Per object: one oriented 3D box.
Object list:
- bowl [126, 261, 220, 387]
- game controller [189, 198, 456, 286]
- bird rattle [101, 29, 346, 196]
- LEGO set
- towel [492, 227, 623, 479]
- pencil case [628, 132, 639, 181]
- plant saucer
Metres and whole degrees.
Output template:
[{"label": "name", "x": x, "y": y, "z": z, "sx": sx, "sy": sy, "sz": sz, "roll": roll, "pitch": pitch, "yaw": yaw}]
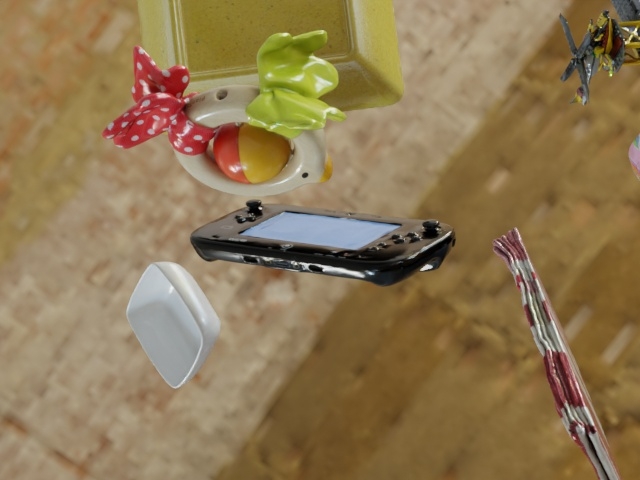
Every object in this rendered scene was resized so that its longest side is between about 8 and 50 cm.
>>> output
[{"label": "bowl", "x": -0.186, "y": 0.106, "z": 2.387, "sx": 0.053, "sy": 0.142, "sz": 0.142, "roll": -18, "pitch": 154, "yaw": -35}, {"label": "game controller", "x": 0.000, "y": 0.000, "z": 2.202, "sx": 0.319, "sy": 0.067, "sz": 0.166, "roll": 7, "pitch": -168, "yaw": 34}, {"label": "bird rattle", "x": -0.090, "y": -0.111, "z": 1.916, "sx": 0.253, "sy": 0.207, "sz": 0.143, "roll": -14, "pitch": -131, "yaw": 12}, {"label": "LEGO set", "x": 0.298, "y": -0.330, "z": 1.955, "sx": 0.255, "sy": 0.192, "sz": 0.331, "roll": 121, "pitch": -42, "yaw": -58}, {"label": "towel", "x": 0.293, "y": 0.170, "z": 2.165, "sx": 0.037, "sy": 0.237, "sz": 0.329, "roll": -24, "pitch": -135, "yaw": 8}, {"label": "pencil case", "x": 0.419, "y": -0.004, "z": 1.811, "sx": 0.124, "sy": 0.124, "sz": 0.284, "roll": -41, "pitch": -116, "yaw": 31}, {"label": "plant saucer", "x": -0.076, "y": -0.321, "z": 2.328, "sx": 0.081, "sy": 0.332, "sz": 0.333, "roll": 48, "pitch": 35, "yaw": -84}]
